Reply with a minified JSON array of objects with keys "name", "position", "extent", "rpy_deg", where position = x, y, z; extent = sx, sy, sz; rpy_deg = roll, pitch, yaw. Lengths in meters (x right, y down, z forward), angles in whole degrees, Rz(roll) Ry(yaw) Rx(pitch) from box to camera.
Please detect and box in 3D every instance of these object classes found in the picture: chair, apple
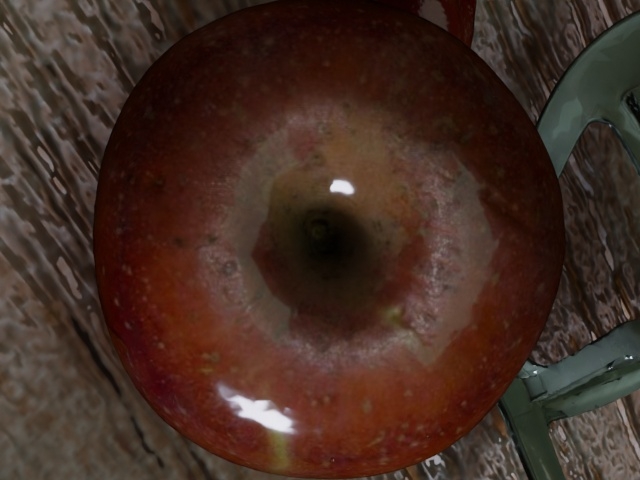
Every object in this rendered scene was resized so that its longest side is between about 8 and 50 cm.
[{"name":"chair","position":[0.200,0.040,0.744],"extent":[0.203,0.190,0.275],"rpy_deg":[-17,70,-34]},{"name":"apple","position":[0.000,0.000,0.594],"extent":[0.201,0.162,0.201],"rpy_deg":[0,94,-4]}]

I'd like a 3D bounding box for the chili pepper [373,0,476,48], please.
[{"name":"chili pepper","position":[0.044,-0.109,0.674],"extent":[0.059,0.050,0.191],"rpy_deg":[5,88,-35]}]
